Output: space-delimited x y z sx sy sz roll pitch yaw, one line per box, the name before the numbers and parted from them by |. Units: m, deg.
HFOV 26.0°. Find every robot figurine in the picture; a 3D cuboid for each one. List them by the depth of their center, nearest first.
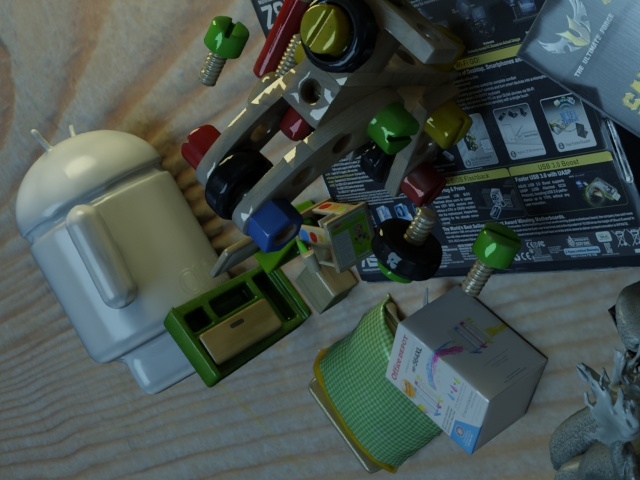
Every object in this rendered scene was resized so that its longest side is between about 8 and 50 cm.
robot figurine | -0.246 0.012 1.726 0.353 0.199 0.300 60 -179 -1

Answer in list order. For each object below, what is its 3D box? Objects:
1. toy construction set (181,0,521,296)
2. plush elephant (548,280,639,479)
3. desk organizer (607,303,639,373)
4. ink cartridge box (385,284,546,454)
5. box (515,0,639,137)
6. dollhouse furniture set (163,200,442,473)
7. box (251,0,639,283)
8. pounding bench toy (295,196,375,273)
toy construction set | 0.028 -0.149 1.111 0.237 0.257 0.309 -62 37 31
plush elephant | 0.322 0.158 1.063 0.272 0.255 0.330 34 147 48
desk organizer | 0.292 0.116 1.224 0.047 0.050 0.130 -15 102 56
ink cartridge box | 0.138 0.124 1.399 0.143 0.090 0.092 40 142 27
box | 0.267 -0.177 0.947 0.183 0.056 0.231 35 125 11
dollhouse furniture set | -0.010 0.140 1.551 0.301 0.151 0.197 53 146 10
box | 0.125 -0.124 1.225 0.395 0.097 0.318 -7 111 55
pounding bench toy | 0.000 0.000 1.330 0.065 0.083 0.052 11 124 51
